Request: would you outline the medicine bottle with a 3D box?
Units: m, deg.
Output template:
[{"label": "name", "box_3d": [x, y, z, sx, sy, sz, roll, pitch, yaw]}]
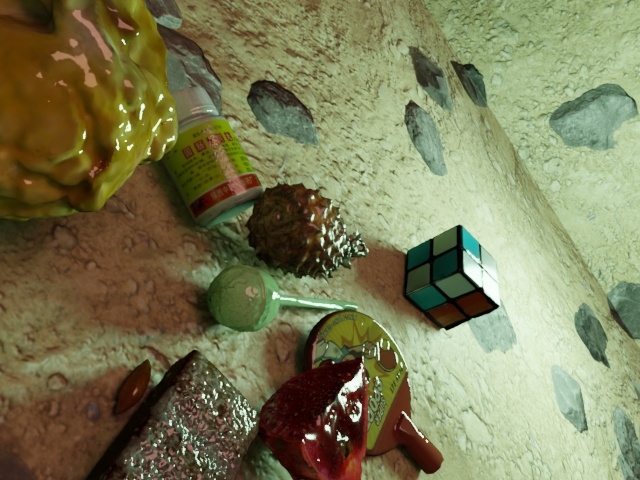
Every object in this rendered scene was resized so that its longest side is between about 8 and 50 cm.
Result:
[{"label": "medicine bottle", "box_3d": [-0.209, -0.148, 1.101, 0.139, 0.139, 0.225, -24, 85, -56]}]

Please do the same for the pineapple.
[{"label": "pineapple", "box_3d": [0.000, 0.000, 1.170, 0.361, 0.175, 0.175, 20, 49, -60]}]

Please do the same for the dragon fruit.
[{"label": "dragon fruit", "box_3d": [-0.007, 0.337, 1.006, 0.262, 0.134, 0.212, -29, 103, -62]}]

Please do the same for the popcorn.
[{"label": "popcorn", "box_3d": [-0.376, -0.204, 0.785, 0.390, 0.354, 0.344, -38, 124, -15]}]

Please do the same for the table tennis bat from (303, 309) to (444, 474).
[{"label": "table tennis bat", "box_3d": [0.112, 0.319, 1.224, 0.415, 0.051, 0.268, 51, 46, -17]}]

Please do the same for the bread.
[{"label": "bread", "box_3d": [-0.216, 0.332, 0.760, 0.165, 0.113, 0.417, 51, 34, -15]}]

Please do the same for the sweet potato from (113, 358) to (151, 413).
[{"label": "sweet potato", "box_3d": [-0.262, 0.204, 0.864, 0.034, 0.034, 0.095, 43, 40, -22]}]

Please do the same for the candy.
[{"label": "candy", "box_3d": [-0.045, 0.114, 1.167, 0.440, 0.119, 0.119, 11, 56, -56]}]

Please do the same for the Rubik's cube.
[{"label": "Rubik's cube", "box_3d": [0.339, 0.098, 1.575, 0.180, 0.183, 0.167, 39, 38, -24]}]
